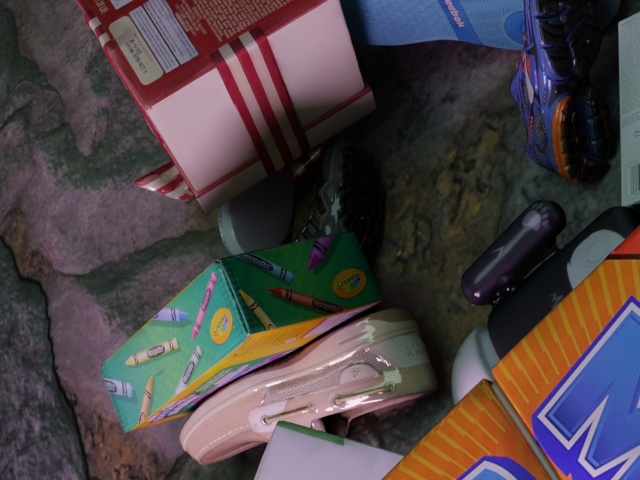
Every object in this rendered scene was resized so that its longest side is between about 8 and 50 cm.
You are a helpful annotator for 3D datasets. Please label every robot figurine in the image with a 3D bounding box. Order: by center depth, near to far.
[{"bbox_3d":[0.236,0.084,1.021,0.278,0.173,0.209,-45,41,19],"label":"robot figurine"}]

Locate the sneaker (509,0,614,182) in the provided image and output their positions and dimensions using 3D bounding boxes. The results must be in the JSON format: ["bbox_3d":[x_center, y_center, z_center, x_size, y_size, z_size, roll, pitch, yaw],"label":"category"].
[{"bbox_3d":[0.212,-0.164,1.176,0.087,0.083,0.221,10,108,56],"label":"sneaker"}]

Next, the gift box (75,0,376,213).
[{"bbox_3d":[-0.124,-0.202,1.337,0.276,0.258,0.255,-28,63,-1],"label":"gift box"}]

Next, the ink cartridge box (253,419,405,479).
[{"bbox_3d":[0.071,0.239,1.068,0.160,0.219,0.092,8,73,45],"label":"ink cartridge box"}]

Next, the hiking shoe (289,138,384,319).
[{"bbox_3d":[0.000,0.000,1.345,0.114,0.086,0.227,-12,64,36],"label":"hiking shoe"}]

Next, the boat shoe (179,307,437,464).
[{"bbox_3d":[-0.017,0.173,1.268,0.302,0.109,0.098,-30,71,26],"label":"boat shoe"}]

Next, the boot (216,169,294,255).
[{"bbox_3d":[-0.102,-0.072,1.488,0.123,0.095,0.258,-27,45,40],"label":"boot"}]

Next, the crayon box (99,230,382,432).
[{"bbox_3d":[-0.087,0.095,1.261,0.278,0.165,0.081,-39,69,47],"label":"crayon box"}]

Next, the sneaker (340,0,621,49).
[{"bbox_3d":[0.172,-0.310,1.310,0.319,0.127,0.208,7,57,28],"label":"sneaker"}]

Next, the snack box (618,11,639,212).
[{"bbox_3d":[0.380,-0.144,0.995,0.322,0.060,0.187,-21,57,49],"label":"snack box"}]

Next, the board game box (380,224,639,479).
[{"bbox_3d":[0.283,0.248,0.756,0.356,0.356,0.356,-48,45,17],"label":"board game box"}]
